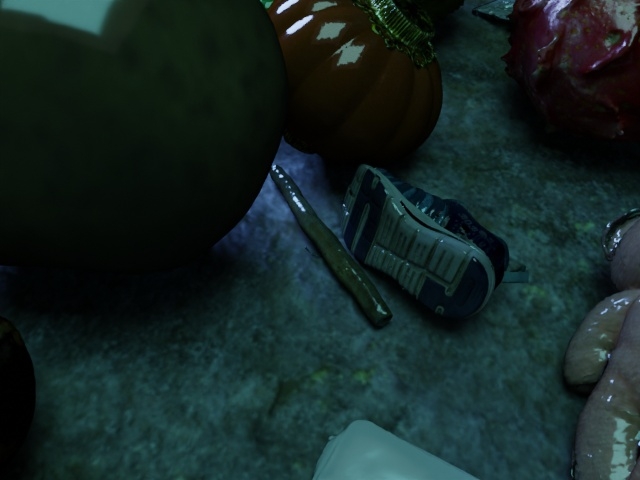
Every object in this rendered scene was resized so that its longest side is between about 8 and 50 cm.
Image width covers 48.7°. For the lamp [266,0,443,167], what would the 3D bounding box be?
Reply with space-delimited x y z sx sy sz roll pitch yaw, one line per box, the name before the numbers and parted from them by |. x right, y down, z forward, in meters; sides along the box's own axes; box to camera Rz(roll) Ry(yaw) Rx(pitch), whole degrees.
lamp | 0.031 -0.181 0.767 0.223 0.196 0.223 31 35 -25

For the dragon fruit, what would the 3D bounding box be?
dragon fruit | 0.327 -0.204 0.803 0.210 0.205 0.268 -25 64 -26

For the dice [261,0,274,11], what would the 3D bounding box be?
dice | -0.064 -0.276 0.887 0.120 0.128 0.131 -33 59 -26

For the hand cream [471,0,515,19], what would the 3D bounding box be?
hand cream | 0.333 -0.287 0.973 0.084 0.050 0.257 -32 55 -23

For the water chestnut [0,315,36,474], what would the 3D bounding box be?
water chestnut | -0.319 0.106 0.487 0.223 0.223 0.238 -8 80 -10

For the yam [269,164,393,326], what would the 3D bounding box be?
yam | 0.001 -0.001 0.726 0.027 0.029 0.234 -1 42 -40

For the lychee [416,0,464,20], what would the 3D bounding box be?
lychee | 0.106 -0.413 0.928 0.320 0.270 0.270 17 37 -42

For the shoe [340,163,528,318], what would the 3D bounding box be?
shoe | 0.104 -0.006 0.704 0.106 0.091 0.207 -16 44 -44

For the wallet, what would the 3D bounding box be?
wallet | 0.081 0.211 0.542 0.190 0.033 0.095 26 52 18

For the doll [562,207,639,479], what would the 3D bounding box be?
doll | 0.311 0.105 0.593 0.201 0.156 0.303 1 60 52

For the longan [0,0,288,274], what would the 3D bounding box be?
longan | -0.209 -0.125 0.625 0.361 0.361 0.361 1 50 -2
